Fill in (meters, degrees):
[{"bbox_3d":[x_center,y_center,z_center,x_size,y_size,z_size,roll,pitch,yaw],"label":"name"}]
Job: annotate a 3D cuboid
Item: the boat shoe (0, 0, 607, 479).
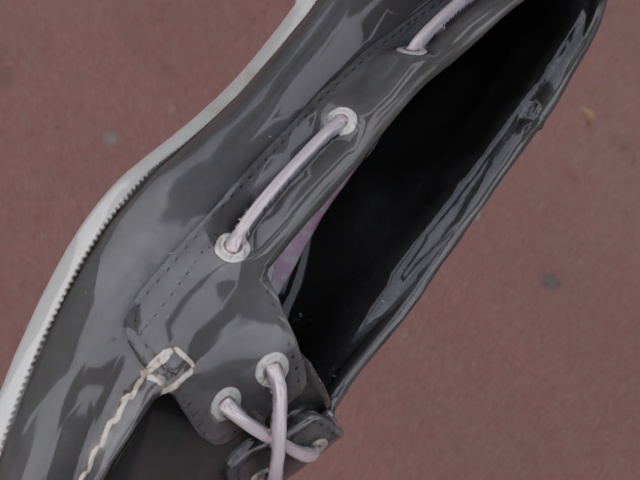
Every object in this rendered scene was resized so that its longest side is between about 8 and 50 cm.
[{"bbox_3d":[0.000,0.000,0.457,0.095,0.112,0.335,16,59,27],"label":"boat shoe"}]
